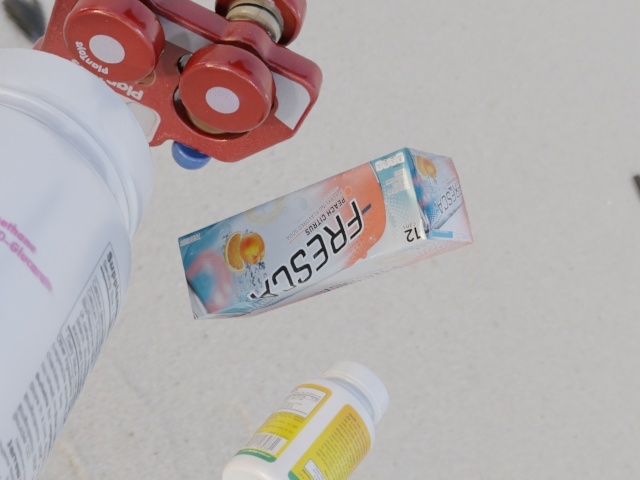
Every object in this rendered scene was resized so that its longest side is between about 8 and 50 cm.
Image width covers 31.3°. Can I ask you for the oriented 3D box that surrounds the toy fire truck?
[{"bbox_3d":[-0.162,-0.189,1.257,0.302,0.254,0.169,25,53,-11],"label":"toy fire truck"}]

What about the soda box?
[{"bbox_3d":[0.000,0.000,0.718,0.063,0.183,0.058,4,69,-55],"label":"soda box"}]

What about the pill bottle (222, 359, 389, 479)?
[{"bbox_3d":[-0.010,0.235,1.329,0.117,0.117,0.208,51,50,-9],"label":"pill bottle"}]

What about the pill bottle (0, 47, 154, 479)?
[{"bbox_3d":[-0.182,0.033,0.530,0.160,0.160,0.283,41,33,-18],"label":"pill bottle"}]
